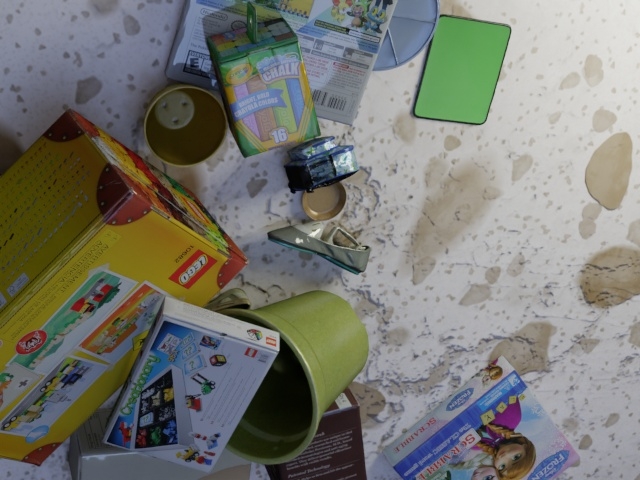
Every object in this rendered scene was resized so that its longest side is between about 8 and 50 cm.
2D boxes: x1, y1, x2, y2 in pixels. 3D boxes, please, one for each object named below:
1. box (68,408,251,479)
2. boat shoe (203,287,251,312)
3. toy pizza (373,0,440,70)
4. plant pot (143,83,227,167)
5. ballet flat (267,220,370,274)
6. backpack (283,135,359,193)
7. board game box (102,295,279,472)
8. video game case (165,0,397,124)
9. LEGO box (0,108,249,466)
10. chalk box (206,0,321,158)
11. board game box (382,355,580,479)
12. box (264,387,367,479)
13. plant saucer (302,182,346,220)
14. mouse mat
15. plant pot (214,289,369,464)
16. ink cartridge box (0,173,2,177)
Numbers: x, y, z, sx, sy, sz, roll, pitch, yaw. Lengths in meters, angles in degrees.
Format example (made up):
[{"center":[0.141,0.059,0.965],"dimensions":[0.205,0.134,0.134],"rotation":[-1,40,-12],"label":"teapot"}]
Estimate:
[{"center":[-0.290,0.384,2.004],"dimensions":[0.311,0.148,0.121],"rotation":[0,115,-18],"label":"box"},{"center":[-0.194,0.143,1.978],"dimensions":[0.153,0.048,0.056],"rotation":[-30,121,-5],"label":"boat shoe"},{"center":[0.101,-0.381,1.843],"dimensions":[0.201,0.032,0.201],"rotation":[-6,118,-12],"label":"toy pizza"},{"center":[-0.225,-0.196,1.777],"dimensions":[0.134,0.095,0.134],"rotation":[-8,116,-16],"label":"plant pot"},{"center":[0.000,0.000,1.976],"dimensions":[0.213,0.072,0.068],"rotation":[22,90,-32],"label":"ballet flat"},{"center":[0.003,-0.134,1.888],"dimensions":[0.114,0.105,0.084],"rotation":[-18,98,-19],"label":"backpack"},{"center":[-0.212,0.240,1.783],"dimensions":[0.193,0.053,0.305],"rotation":[20,124,-15],"label":"board game box"},{"center":[-0.052,-0.362,1.774],"dimensions":[0.329,0.036,0.300],"rotation":[12,113,-19],"label":"video game case"},{"center":[-0.411,0.094,1.703],"dimensions":[0.500,0.193,0.372],"rotation":[-44,152,4],"label":"LEGO box"},{"center":[-0.095,-0.260,1.719],"dimensions":[0.132,0.132,0.213],"rotation":[-17,118,-5],"label":"chalk box"},{"center":[0.341,0.447,2.310],"dimensions":[0.319,0.066,0.318],"rotation":[-39,121,1],"label":"board game box"},{"center":[-0.021,0.365,2.078],"dimensions":[0.167,0.168,0.203],"rotation":[-14,118,-13],"label":"box"},{"center":[0.005,-0.075,1.966],"dimensions":[0.083,0.015,0.083],"rotation":[-8,116,-16],"label":"plant saucer"},{"center":[0.250,-0.299,1.955],"dimensions":[0.153,0.007,0.189],"rotation":[4,114,-22],"label":"mouse mat"},{"center":[-0.053,0.210,1.921],"dimensions":[0.254,0.276,0.276],"rotation":[-27,131,-53],"label":"plant pot"},{"center":[-0.639,-0.012,1.701],"dimensions":[0.201,0.117,0.278],"rotation":[30,102,-29],"label":"ink cartridge box"}]
